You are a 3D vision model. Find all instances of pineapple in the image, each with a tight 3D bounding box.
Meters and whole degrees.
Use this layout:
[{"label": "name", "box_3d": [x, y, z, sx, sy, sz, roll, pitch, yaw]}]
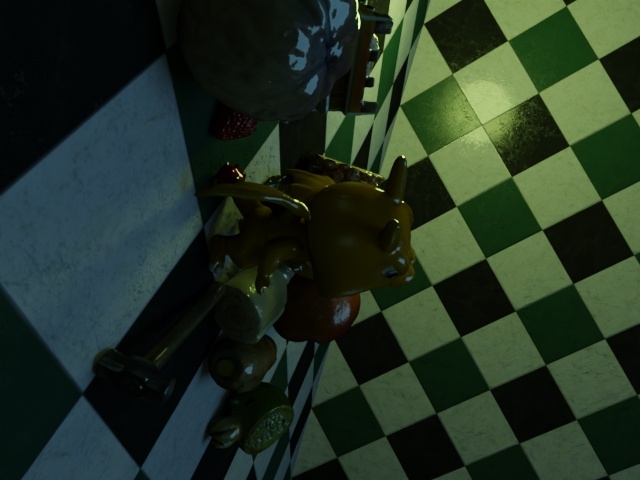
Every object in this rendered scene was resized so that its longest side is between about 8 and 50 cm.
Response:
[{"label": "pineapple", "box_3d": [0.034, -0.096, 1.473, 0.262, 0.263, 0.271, -19, 128, -76]}]

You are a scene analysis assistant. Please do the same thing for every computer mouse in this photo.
[{"label": "computer mouse", "box_3d": [-0.106, -0.122, 1.222, 0.135, 0.047, 0.079, -34, 130, -54]}]

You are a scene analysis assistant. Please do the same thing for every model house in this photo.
[{"label": "model house", "box_3d": [-0.006, -0.354, 0.951, 0.198, 0.216, 0.224, -108, -160, -48]}]

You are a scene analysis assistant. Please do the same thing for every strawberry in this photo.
[{"label": "strawberry", "box_3d": [-0.149, -0.204, 0.871, 0.083, 0.073, 0.073, -54, 161, -22]}]

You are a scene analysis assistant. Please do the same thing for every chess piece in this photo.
[{"label": "chess piece", "box_3d": [-0.142, 0.131, 1.323, 0.094, 0.094, 0.170, 86, 28, -59]}]

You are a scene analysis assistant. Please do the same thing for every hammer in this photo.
[{"label": "hammer", "box_3d": [-0.247, 0.154, 0.893, 0.365, 0.111, 0.043, -61, 174, -70]}]

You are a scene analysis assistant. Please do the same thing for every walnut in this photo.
[{"label": "walnut", "box_3d": [-0.073, -0.294, 0.700, 0.248, 0.249, 0.248, 17, 90, -78]}]

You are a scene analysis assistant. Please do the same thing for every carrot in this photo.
[{"label": "carrot", "box_3d": [-0.182, 0.293, 1.273, 0.302, 0.139, 0.138, 10, 97, -85]}]

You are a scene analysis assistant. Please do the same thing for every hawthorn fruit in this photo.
[{"label": "hawthorn fruit", "box_3d": [-0.022, 0.146, 1.473, 0.277, 0.277, 0.298, -53, 141, -59]}]

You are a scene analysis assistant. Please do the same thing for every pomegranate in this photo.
[{"label": "pomegranate", "box_3d": [-0.206, 0.501, 1.418, 0.241, 0.159, 0.189, -36, 141, -25]}]

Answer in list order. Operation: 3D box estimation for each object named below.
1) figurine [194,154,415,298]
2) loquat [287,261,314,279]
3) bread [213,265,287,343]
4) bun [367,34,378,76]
[{"label": "figurine", "box_3d": [-0.020, -0.022, 0.965, 0.401, 0.388, 0.267, 1, 91, -72]}, {"label": "loquat", "box_3d": [0.000, -0.014, 1.290, 0.244, 0.244, 0.243, 17, 90, -78]}, {"label": "bread", "box_3d": [-0.158, 0.138, 1.139, 0.141, 0.134, 0.148, -46, 139, -57]}, {"label": "bun", "box_3d": [0.072, -0.496, 1.351, 0.173, 0.113, 0.166, -41, 149, -24]}]
